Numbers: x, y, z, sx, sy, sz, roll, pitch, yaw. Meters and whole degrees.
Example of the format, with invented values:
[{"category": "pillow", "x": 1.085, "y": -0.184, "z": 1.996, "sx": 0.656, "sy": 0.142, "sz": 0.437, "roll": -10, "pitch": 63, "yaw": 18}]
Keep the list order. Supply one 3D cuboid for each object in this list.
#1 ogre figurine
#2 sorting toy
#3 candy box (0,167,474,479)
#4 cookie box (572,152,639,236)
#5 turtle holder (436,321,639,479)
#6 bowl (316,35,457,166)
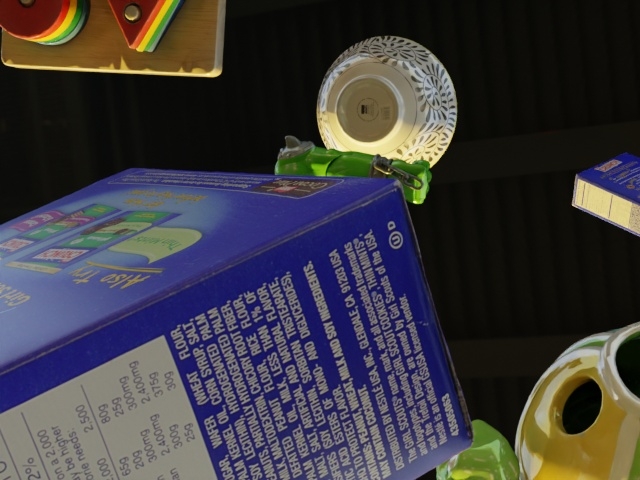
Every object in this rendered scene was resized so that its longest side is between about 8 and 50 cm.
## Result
[{"category": "ogre figurine", "x": 0.000, "y": 0.000, "z": 1.005, "sx": 0.118, "sy": 0.097, "sz": 0.197, "roll": 28, "pitch": -37, "yaw": 5}, {"category": "sorting toy", "x": -0.233, "y": -0.311, "z": 1.354, "sx": 0.257, "sy": 0.089, "sz": 0.256, "roll": 5, "pitch": -86, "yaw": 16}, {"category": "candy box", "x": -0.146, "y": 0.080, "z": 0.510, "sx": 0.268, "sy": 0.317, "sz": 0.122, "roll": 8, "pitch": -61, "yaw": 61}, {"category": "cookie box", "x": 0.330, "y": -0.045, "z": 1.302, "sx": 0.107, "sy": 0.091, "sz": 0.040, "roll": 30, "pitch": -51, "yaw": 38}, {"category": "turtle holder", "x": 0.278, "y": 0.183, "z": 1.168, "sx": 0.320, "sy": 0.243, "sz": 0.227, "roll": 9, "pitch": -45, "yaw": 10}, {"category": "bowl", "x": 0.064, "y": -0.147, "z": 1.432, "sx": 0.170, "sy": 0.080, "sz": 0.170, "roll": 2, "pitch": -82, "yaw": 19}]
